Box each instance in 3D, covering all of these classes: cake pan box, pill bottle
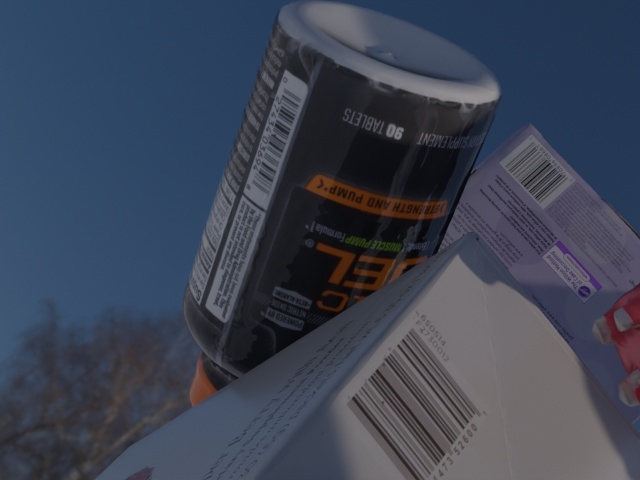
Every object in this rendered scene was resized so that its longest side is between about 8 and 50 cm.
[{"bbox_3d":[0.170,0.067,1.110,0.267,0.246,0.070,47,-15,5],"label":"cake pan box"},{"bbox_3d":[0.000,0.000,0.730,0.130,0.130,0.246,34,-63,29],"label":"pill bottle"}]

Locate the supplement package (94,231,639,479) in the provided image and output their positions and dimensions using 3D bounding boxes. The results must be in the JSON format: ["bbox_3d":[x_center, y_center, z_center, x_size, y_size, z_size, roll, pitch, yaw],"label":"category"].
[{"bbox_3d":[-0.013,0.160,0.565,0.175,0.177,0.293,50,-46,-4],"label":"supplement package"}]

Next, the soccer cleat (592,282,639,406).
[{"bbox_3d":[0.205,0.030,0.579,0.248,0.095,0.083,128,-60,-75],"label":"soccer cleat"}]
